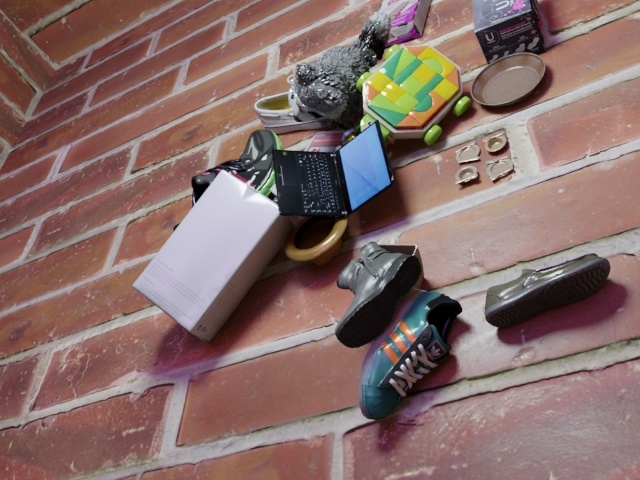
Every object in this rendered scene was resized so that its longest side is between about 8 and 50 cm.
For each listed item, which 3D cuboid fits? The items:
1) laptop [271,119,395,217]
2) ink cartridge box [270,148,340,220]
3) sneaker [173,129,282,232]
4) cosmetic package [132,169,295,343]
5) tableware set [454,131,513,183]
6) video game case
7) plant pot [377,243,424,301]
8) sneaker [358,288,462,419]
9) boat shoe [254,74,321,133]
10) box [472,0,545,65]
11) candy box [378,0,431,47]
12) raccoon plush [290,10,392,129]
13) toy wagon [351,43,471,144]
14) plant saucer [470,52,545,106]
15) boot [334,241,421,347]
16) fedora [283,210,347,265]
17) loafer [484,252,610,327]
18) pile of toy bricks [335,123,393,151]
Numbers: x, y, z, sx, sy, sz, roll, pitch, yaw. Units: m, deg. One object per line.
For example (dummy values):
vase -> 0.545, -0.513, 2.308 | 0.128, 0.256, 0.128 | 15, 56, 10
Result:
laptop -> 0.024, -0.186, 1.733 | 0.264, 0.137, 0.234 | 2, 49, -13
ink cartridge box -> -0.035, -0.156, 1.904 | 0.175, 0.072, 0.127 | -43, 39, -5
sneaker -> -0.261, -0.161, 2.003 | 0.185, 0.202, 0.483 | -28, 30, 53
cosmetic package -> -0.267, 0.039, 1.774 | 0.217, 0.156, 0.385 | 35, 80, 19
tableware set -> 0.396, -0.199, 1.692 | 0.141, 0.020, 0.169 | -17, 43, 24
video game case -> 0.004, -0.212, 2.012 | 0.204, 0.025, 0.285 | 5, 55, 41
plant pot -> 0.170, 0.080, 1.529 | 0.109, 0.096, 0.109 | 1, 53, 38
sneaker -> 0.181, 0.222, 1.367 | 0.121, 0.108, 0.302 | 2, 51, 45
boat shoe -> -0.057, -0.449, 2.188 | 0.367, 0.156, 0.136 | -3, 50, 34
box -> 0.520, -0.621, 1.920 | 0.163, 0.142, 0.247 | -16, 43, 26
candy box -> 0.273, -0.753, 2.306 | 0.159, 0.071, 0.233 | -10, 46, 32
raccoon plush -> 0.050, -0.519, 1.963 | 0.216, 0.299, 0.446 | 20, 85, 4
toy wagon -> 0.221, -0.369, 1.847 | 0.267, 0.068, 0.344 | 41, 77, 16
plant saucer -> 0.496, -0.415, 1.817 | 0.198, 0.036, 0.199 | -22, 41, 21
boot -> 0.087, 0.110, 1.436 | 0.246, 0.083, 0.161 | -47, 32, -20
fedora -> 0.000, 0.000, 1.757 | 0.194, 0.079, 0.194 | -23, 33, 16
loafer -> 0.426, 0.079, 1.329 | 0.251, 0.094, 0.087 | -25, 44, 17
pile of toy bricks -> 0.153, -0.289, 1.923 | 0.212, 0.118, 0.105 | -40, 79, -26
